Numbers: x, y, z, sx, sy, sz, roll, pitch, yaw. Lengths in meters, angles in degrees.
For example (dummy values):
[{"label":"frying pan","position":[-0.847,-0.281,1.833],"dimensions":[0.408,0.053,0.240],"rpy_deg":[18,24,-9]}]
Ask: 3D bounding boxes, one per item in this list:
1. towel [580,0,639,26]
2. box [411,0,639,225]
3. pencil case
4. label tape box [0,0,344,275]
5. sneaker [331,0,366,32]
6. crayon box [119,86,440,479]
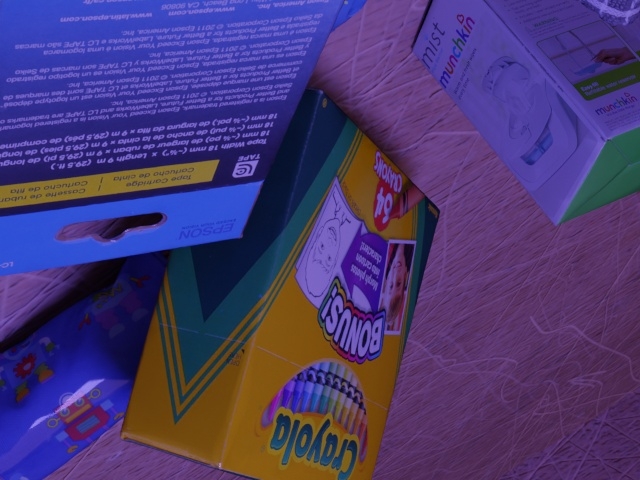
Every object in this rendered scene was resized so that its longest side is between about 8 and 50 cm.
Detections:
[{"label":"towel","position":[0.211,-0.318,0.972],"dimensions":[0.121,0.283,0.235],"rpy_deg":[-2,140,-15]},{"label":"box","position":[0.260,-0.171,1.316],"dimensions":[0.262,0.231,0.126],"rpy_deg":[-22,152,-31]},{"label":"pencil case","position":[-0.234,0.126,1.307],"dimensions":[0.306,0.133,0.119],"rpy_deg":[-36,131,-6]},{"label":"label tape box","position":[-0.132,-0.123,0.984],"dimensions":[0.241,0.106,0.333],"rpy_deg":[-9,148,-28]},{"label":"sneaker","position":[0.005,-0.240,1.067],"dimensions":[0.126,0.091,0.240],"rpy_deg":[-42,162,-39]},{"label":"crayon box","position":[-0.018,0.064,1.305],"dimensions":[0.363,0.106,0.313],"rpy_deg":[36,66,-65]}]
